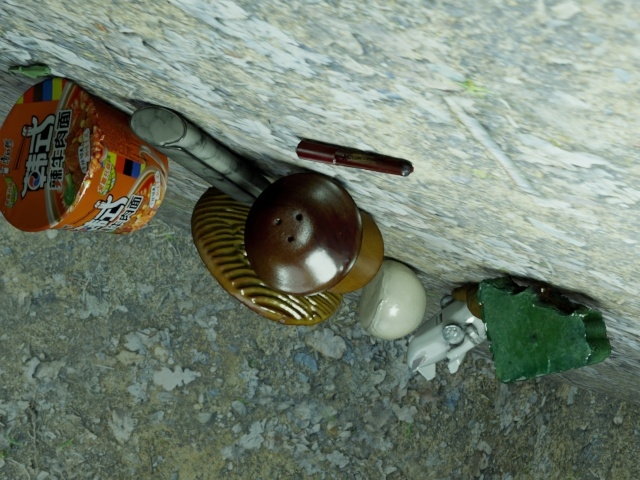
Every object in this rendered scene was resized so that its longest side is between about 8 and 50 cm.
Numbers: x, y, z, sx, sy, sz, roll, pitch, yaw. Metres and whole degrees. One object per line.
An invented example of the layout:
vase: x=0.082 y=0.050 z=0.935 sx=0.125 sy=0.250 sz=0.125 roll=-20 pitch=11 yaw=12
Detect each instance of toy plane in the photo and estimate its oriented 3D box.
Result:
toy plane: x=0.292 y=0.210 z=2.105 sx=0.118 sy=0.252 sz=0.252 roll=43 pitch=168 yaw=-14

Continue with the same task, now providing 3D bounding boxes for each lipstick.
lipstick: x=0.043 y=-0.104 z=1.201 sx=0.176 sy=0.027 sz=0.027 roll=14 pitch=171 yaw=36

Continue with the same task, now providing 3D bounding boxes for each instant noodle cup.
instant noodle cup: x=-0.384 y=-0.122 z=1.547 sx=0.250 sy=0.250 sz=0.192 roll=17 pitch=-179 yaw=35

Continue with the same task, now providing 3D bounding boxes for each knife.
knife: x=-0.463 y=-0.269 z=1.500 sx=0.030 sy=0.014 sz=0.207 roll=26 pitch=173 yaw=-35

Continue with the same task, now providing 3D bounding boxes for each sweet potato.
sweet potato: x=0.334 y=0.123 z=1.944 sx=0.074 sy=0.075 sz=0.269 roll=24 pitch=-178 yaw=-22

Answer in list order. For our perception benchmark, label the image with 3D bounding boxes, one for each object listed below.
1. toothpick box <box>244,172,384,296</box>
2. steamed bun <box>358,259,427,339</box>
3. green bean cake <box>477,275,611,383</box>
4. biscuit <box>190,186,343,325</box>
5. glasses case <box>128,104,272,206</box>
toothpick box: x=0.000 y=0.000 z=1.521 sx=0.192 sy=0.192 sz=0.294 roll=19 pitch=180 yaw=20
steamed bun: x=0.168 y=0.138 z=2.112 sx=0.130 sy=0.177 sz=0.228 roll=14 pitch=172 yaw=-8
green bean cake: x=0.390 y=0.139 z=1.630 sx=0.107 sy=0.193 sz=0.208 roll=3 pitch=162 yaw=-40
biscuit: x=-0.087 y=0.017 z=1.669 sx=0.318 sy=0.040 sz=0.318 roll=26 pitch=-143 yaw=-22
glasses case: x=-0.185 y=-0.132 z=1.524 sx=0.114 sy=0.060 sz=0.299 roll=24 pitch=175 yaw=28
